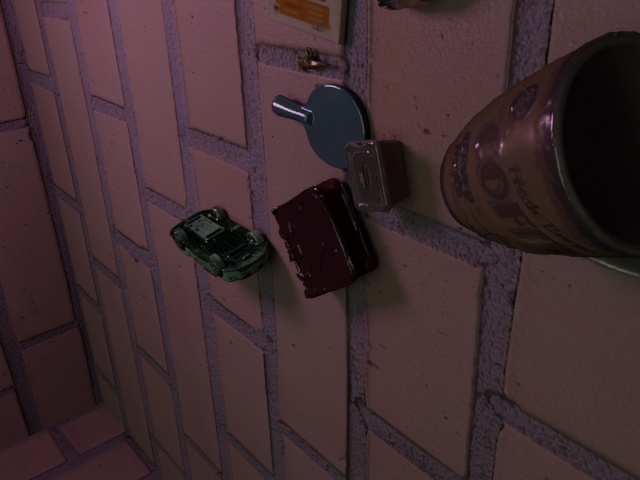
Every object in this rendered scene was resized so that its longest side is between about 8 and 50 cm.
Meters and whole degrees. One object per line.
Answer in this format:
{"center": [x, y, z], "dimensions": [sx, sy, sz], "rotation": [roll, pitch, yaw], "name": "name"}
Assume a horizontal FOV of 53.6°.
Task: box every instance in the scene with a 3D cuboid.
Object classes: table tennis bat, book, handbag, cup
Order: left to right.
{"center": [-0.021, -0.500, 1.060], "dimensions": [0.208, 0.020, 0.295], "rotation": [35, 133, 39], "name": "book"}
{"center": [-0.004, -0.222, 1.173], "dimensions": [0.244, 0.040, 0.153], "rotation": [29, 129, 38], "name": "table tennis bat"}
{"center": [0.003, -0.001, 1.250], "dimensions": [0.216, 0.074, 0.203], "rotation": [-28, 84, 57], "name": "handbag"}
{"center": [0.296, -0.062, 0.739], "dimensions": [0.301, 0.227, 0.257], "rotation": [43, 163, -14], "name": "cup"}

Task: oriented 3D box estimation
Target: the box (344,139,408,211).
{"center": [0.097, -0.113, 1.069], "dimensions": [0.089, 0.062, 0.122], "rotation": [7, 112, 52], "name": "box"}

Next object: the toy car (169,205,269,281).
{"center": [-0.241, 0.023, 1.547], "dimensions": [0.306, 0.136, 0.125], "rotation": [29, 143, 42], "name": "toy car"}

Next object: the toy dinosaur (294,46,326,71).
{"center": [-0.018, -0.327, 1.141], "dimensions": [0.113, 0.026, 0.041], "rotation": [16, 127, 60], "name": "toy dinosaur"}

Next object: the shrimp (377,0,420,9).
{"center": [0.099, -0.418, 0.910], "dimensions": [0.219, 0.046, 0.152], "rotation": [51, 152, 38], "name": "shrimp"}
